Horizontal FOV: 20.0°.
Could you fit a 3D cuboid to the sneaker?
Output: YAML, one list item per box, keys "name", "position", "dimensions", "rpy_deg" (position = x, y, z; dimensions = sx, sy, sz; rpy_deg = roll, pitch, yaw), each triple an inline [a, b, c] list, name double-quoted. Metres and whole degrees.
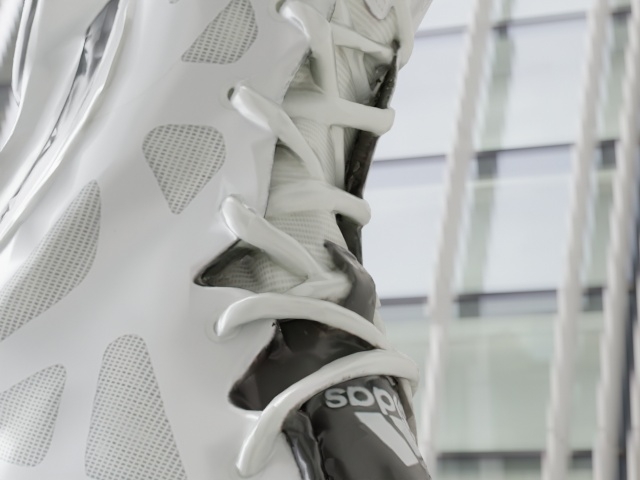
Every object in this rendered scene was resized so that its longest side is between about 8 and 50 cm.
- name: "sneaker"
  position: [0.000, 0.001, 0.614]
  dimensions: [0.447, 0.257, 0.169]
  rpy_deg: [-58, -40, -2]
